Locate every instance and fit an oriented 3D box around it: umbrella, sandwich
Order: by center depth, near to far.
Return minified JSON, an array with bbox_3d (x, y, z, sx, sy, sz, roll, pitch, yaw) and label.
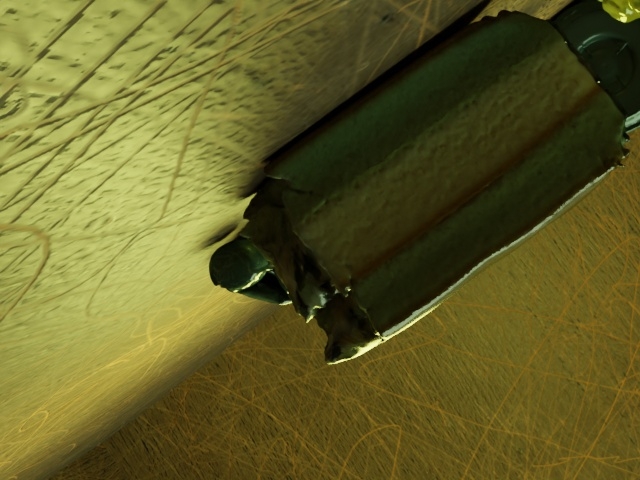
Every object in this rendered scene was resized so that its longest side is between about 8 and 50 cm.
[{"bbox_3d":[0.071,-0.034,0.676,0.198,0.155,0.227,-33,174,-37],"label":"sandwich"},{"bbox_3d":[0.000,0.003,0.960,0.143,0.094,0.349,-43,171,25],"label":"umbrella"}]

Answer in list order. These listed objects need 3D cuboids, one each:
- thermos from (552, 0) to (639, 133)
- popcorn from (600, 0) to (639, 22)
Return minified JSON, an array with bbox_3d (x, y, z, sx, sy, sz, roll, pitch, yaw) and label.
[{"bbox_3d":[0.307,-0.188,1.088,0.182,0.145,0.286,-5,-176,12],"label":"thermos"},{"bbox_3d":[0.278,-0.215,0.707,0.145,0.126,0.126,-1,122,-55],"label":"popcorn"}]
